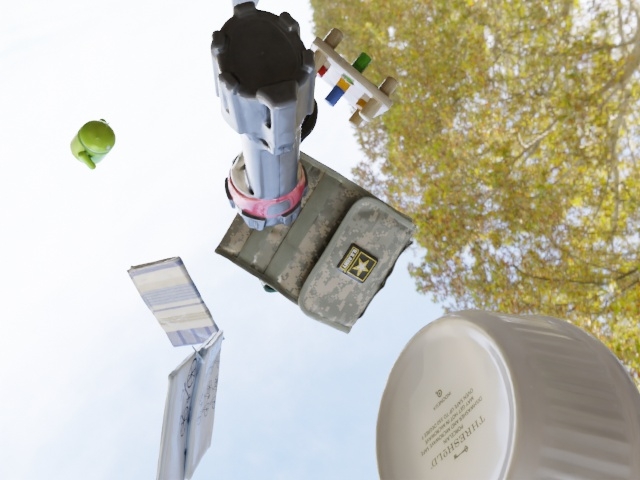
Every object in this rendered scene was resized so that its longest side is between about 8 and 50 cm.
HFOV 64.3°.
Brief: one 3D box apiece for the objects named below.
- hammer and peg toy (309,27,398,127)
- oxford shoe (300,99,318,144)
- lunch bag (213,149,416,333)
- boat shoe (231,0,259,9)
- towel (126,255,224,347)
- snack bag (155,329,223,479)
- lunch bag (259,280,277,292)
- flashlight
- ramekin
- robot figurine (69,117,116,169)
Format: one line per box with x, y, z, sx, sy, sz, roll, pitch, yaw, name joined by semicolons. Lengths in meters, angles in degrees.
0.027;-0.463;1.371;0.127;0.361;0.266;-52;-172;2;hammer and peg toy
-0.077;-0.237;1.162;0.227;0.083;0.096;-65;-160;-14;oxford shoe
0.000;0.000;0.908;0.287;0.169;0.235;32;-88;6;lunch bag
-0.203;-0.702;1.332;0.080;0.228;0.076;-16;-116;-18;boat shoe
-0.410;0.178;1.449;0.209;0.285;0.034;-13;-158;29;towel
-0.284;0.388;1.128;0.037;0.342;0.323;8;-87;3;snack bag
-0.043;0.053;1.333;0.223;0.262;0.160;0;-115;-17;lunch bag
-0.057;-0.102;0.512;0.103;0.304;0.103;22;-108;3;flashlight
0.164;0.193;0.510;0.273;0.127;0.273;-52;-154;39;ramekin
-0.437;-0.188;0.979;0.115;0.067;0.101;-23;-139;45;robot figurine
